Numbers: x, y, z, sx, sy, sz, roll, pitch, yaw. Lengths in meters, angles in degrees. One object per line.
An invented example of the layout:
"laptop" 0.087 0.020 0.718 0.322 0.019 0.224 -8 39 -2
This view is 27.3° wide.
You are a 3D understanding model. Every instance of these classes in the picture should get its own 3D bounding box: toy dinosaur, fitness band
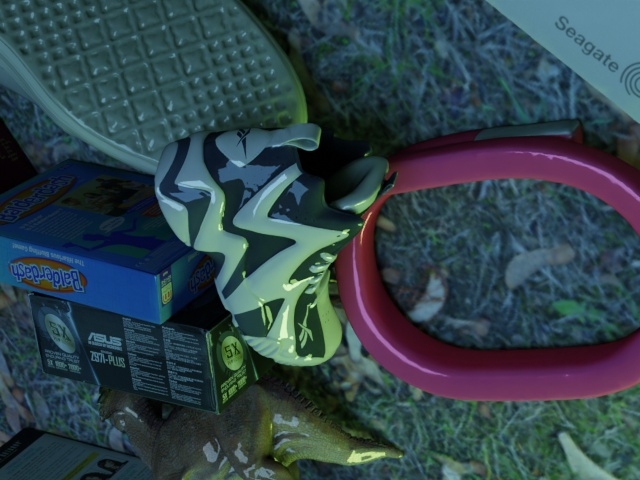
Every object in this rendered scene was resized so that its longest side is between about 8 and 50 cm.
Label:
"toy dinosaur" -0.088 0.163 1.153 0.295 0.127 0.200 -13 77 21
"fitness band" 0.137 0.022 0.982 0.291 0.054 0.209 -6 110 34

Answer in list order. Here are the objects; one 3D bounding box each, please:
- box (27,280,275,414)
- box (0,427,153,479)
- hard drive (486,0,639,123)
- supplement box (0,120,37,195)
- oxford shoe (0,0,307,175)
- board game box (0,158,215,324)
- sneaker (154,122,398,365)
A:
"box" -0.124 0.061 1.100 0.180 0.147 0.077 9 118 28
"box" -0.223 0.255 1.284 0.244 0.100 0.060 9 118 28
"hard drive" 0.209 -0.247 0.694 0.233 0.047 0.353 41 129 8
"supplement box" -0.354 -0.086 1.180 0.073 0.130 0.239 -30 96 37
"oxford shoe" -0.208 -0.174 1.061 0.449 0.169 0.130 27 168 9
"board game box" -0.174 -0.005 1.091 0.210 0.160 0.047 13 119 27
"sneaker" 0.000 0.000 0.968 0.153 0.094 0.235 -15 126 22
